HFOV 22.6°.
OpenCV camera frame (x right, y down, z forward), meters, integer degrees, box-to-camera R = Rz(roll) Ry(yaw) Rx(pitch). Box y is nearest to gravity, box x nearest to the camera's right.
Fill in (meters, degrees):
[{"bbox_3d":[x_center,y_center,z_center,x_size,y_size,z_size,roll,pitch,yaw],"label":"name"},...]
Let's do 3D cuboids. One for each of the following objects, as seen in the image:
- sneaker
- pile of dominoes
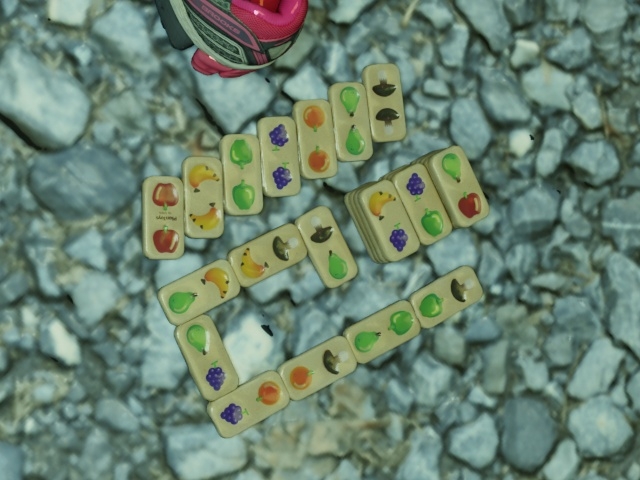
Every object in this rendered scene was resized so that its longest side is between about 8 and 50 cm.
[{"bbox_3d":[-0.079,-0.265,1.095,0.121,0.112,0.299,-24,95,-22],"label":"sneaker"},{"bbox_3d":[0.000,0.000,1.145,0.251,0.040,0.196,-28,97,-22],"label":"pile of dominoes"}]
